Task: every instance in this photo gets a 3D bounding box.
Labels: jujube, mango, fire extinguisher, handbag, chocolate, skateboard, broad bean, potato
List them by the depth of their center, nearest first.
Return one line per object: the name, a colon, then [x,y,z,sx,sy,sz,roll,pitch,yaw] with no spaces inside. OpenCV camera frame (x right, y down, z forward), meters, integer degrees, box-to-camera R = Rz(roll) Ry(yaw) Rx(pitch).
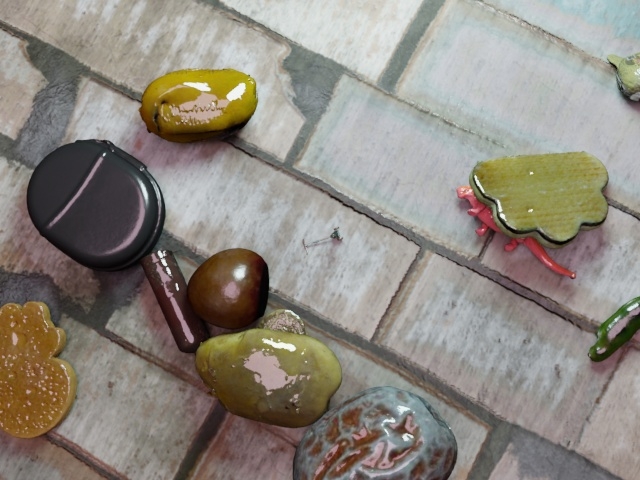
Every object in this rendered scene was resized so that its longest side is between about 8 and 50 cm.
jujube: [0.093,0.416,1.290,0.308,0.215,0.246,-45,82,3]
broad bean: [0.665,0.164,1.331,0.291,0.049,0.144,-2,85,6]
potato: [-0.107,0.268,1.359,0.296,0.141,0.192,11,101,7]
chocolate: [-0.189,0.095,1.383,0.176,0.177,0.177,-1,85,7]
skateboard: [0.000,0.000,1.422,0.083,0.064,0.032,-21,91,16]
mango: [-0.252,-0.288,1.433,0.248,0.156,0.151,-12,47,4]
fire extinguisher: [-0.283,0.146,1.437,0.089,0.072,0.268,-21,80,-33]
handbag: [-0.476,-0.078,1.464,0.308,0.093,0.254,34,90,9]

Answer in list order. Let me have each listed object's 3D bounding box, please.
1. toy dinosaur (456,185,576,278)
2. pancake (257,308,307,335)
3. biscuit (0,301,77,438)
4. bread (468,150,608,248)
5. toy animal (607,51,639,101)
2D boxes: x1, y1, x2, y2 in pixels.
toy dinosaur: [0.408,-0.047,1.387,0.286,0.070,0.139,31,67,7]
pancake: [-0.080,0.200,1.433,0.114,0.011,0.115,-1,85,7]
biscuit: [-0.626,0.275,1.474,0.201,0.044,0.289,-11,82,5]
bread: [0.433,-0.078,1.337,0.286,0.056,0.208,-2,66,-7]
toy animal: [0.632,-0.327,1.374,0.098,0.137,0.098,-10,115,-22]
